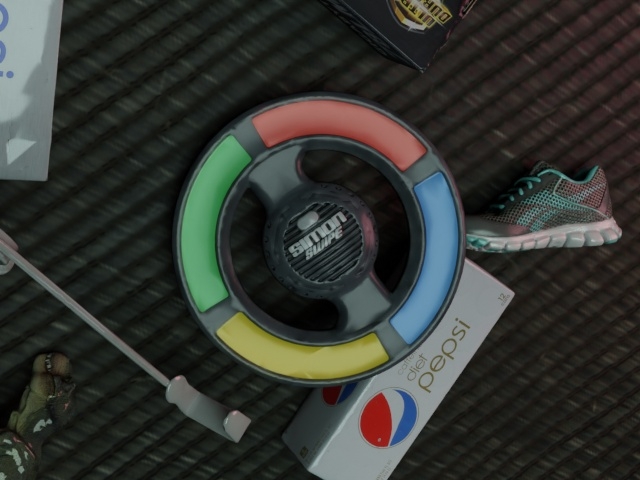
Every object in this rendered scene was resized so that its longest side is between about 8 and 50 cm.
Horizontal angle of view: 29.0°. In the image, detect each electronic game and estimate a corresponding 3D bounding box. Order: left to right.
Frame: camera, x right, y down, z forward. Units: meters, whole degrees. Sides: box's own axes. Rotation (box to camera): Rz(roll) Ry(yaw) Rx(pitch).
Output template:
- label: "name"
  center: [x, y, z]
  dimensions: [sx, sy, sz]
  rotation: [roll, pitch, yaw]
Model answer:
- label: "electronic game"
  center: [0.000, 0.000, 0.952]
  dimensions: [0.229, 0.048, 0.229]
  rotation: [-1, 96, -7]

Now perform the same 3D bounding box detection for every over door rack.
- label: "over door rack"
  center: [-0.229, 0.134, 0.826]
  dimensions: [0.240, 0.108, 0.324]
  rotation: [-57, 132, -14]

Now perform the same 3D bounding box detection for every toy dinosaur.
- label: "toy dinosaur"
  center: [-0.273, 0.188, 0.889]
  dimensions: [0.118, 0.064, 0.268]
  rotation: [27, 77, -13]

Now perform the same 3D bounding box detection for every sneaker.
- label: "sneaker"
  center: [0.178, -0.030, 1.051]
  dimensions: [0.166, 0.065, 0.076]
  rotation: [-5, 92, -25]

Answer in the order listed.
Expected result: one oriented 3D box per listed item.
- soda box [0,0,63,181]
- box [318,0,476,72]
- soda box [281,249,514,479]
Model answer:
- label: "soda box"
  center: [-0.218, -0.187, 0.805]
  dimensions: [0.098, 0.091, 0.286]
  rotation: [2, 106, -22]
- label: "box"
  center: [0.049, -0.323, 0.885]
  dimensions: [0.295, 0.073, 0.293]
  rotation: [35, 92, -28]
- label: "soda box"
  center: [0.062, 0.105, 1.033]
  dimensions: [0.074, 0.069, 0.216]
  rotation: [33, 91, -28]
